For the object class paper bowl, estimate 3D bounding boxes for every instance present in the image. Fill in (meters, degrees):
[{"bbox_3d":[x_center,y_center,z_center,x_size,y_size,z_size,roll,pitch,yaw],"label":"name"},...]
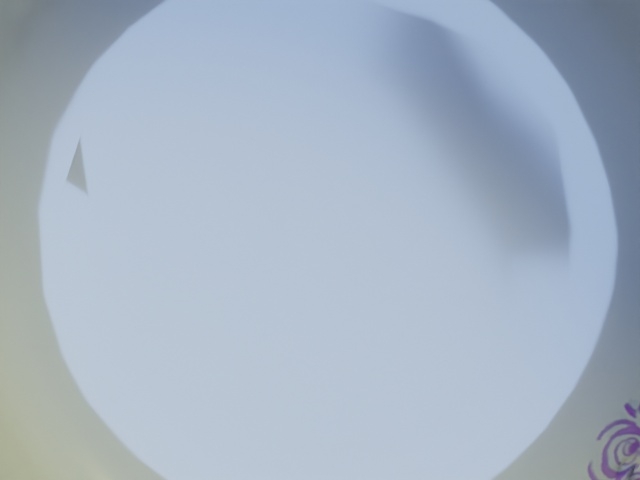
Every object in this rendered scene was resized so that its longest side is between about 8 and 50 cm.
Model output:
[{"bbox_3d":[0.000,0.000,0.518,0.284,0.148,0.284,0,88,-7],"label":"paper bowl"}]
